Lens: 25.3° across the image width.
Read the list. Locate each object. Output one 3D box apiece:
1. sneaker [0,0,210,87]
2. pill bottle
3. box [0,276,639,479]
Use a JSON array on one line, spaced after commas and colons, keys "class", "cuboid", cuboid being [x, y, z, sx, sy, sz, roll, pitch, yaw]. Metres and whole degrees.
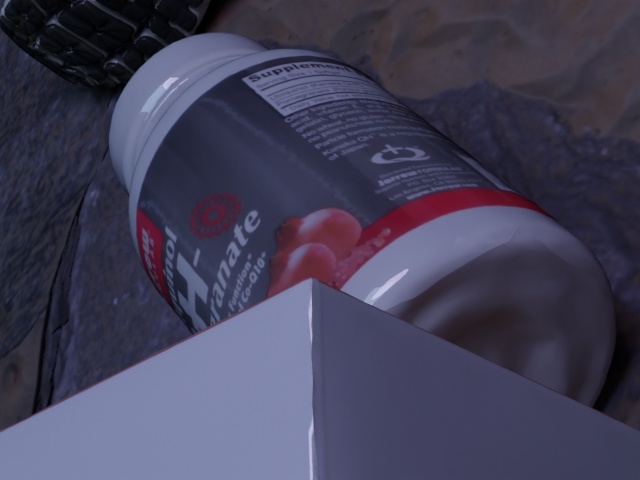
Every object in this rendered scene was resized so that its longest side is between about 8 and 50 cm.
[{"class": "sneaker", "cuboid": [-0.120, -0.244, 1.114, 0.330, 0.130, 0.147, -32, 34, 28]}, {"class": "pill bottle", "cuboid": [0.000, 0.000, 0.787, 0.176, 0.176, 0.318, -56, 40, 9]}, {"class": "box", "cuboid": [0.043, 0.176, 0.513, 0.215, 0.345, 0.168, -27, 52, 35]}]
